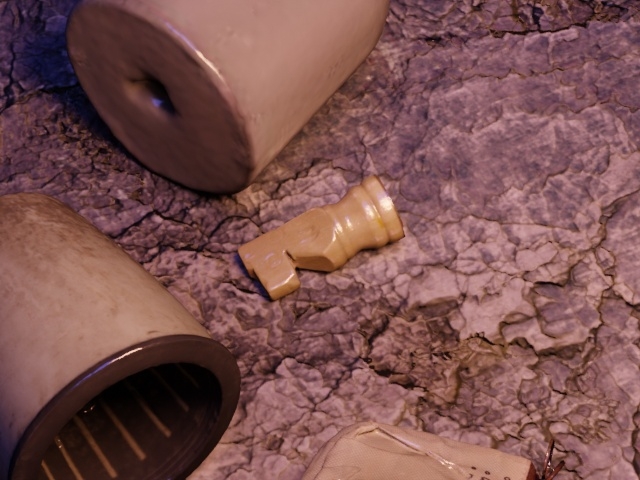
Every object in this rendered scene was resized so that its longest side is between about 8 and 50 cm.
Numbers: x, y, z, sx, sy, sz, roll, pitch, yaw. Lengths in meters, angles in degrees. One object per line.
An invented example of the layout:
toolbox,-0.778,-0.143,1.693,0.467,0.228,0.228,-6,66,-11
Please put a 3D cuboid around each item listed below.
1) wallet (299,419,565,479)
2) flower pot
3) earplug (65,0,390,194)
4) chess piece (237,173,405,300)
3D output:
wallet,0.105,0.308,1.963,0.275,0.068,0.335,15,37,16
flower pot,-0.296,0.119,2.009,0.293,0.293,0.330,-29,57,-18
earplug,-0.092,-0.291,2.283,0.312,0.313,0.394,31,58,20
chess piece,0.000,0.000,2.220,0.200,0.090,0.090,-27,59,-4
